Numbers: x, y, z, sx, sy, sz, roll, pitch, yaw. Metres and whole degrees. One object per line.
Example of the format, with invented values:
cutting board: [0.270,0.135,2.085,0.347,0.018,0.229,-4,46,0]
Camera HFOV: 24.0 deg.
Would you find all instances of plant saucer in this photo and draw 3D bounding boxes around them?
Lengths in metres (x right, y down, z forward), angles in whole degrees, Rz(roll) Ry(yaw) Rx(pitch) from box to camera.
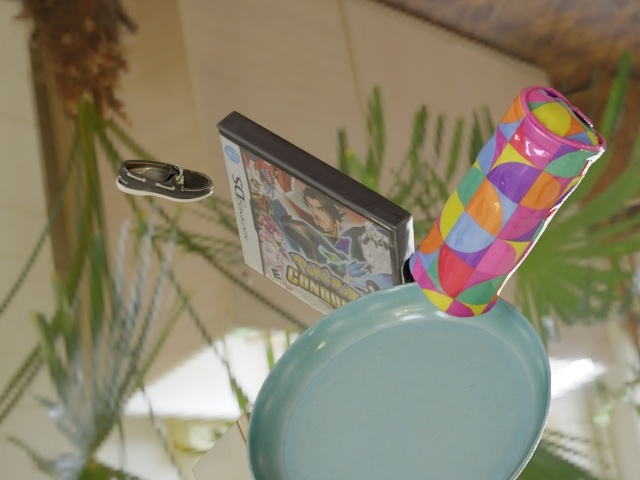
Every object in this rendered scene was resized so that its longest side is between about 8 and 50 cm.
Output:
plant saucer: [0.079,0.176,1.499,0.318,0.317,0.043,-15,135,14]

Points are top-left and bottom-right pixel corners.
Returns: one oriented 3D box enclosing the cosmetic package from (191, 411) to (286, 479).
cosmetic package: [-0.001,0.337,1.555,0.160,0.309,0.113,10,132,-42]

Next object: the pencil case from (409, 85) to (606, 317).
pencil case: [0.174,-0.033,1.430,0.104,0.104,0.236,2,134,-37]

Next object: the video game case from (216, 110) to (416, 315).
video game case: [0.000,0.000,1.770,0.035,0.275,0.248,-41,146,-27]

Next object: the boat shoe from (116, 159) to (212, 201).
boat shoe: [-0.196,-0.080,1.921,0.125,0.046,0.038,7,136,-13]
